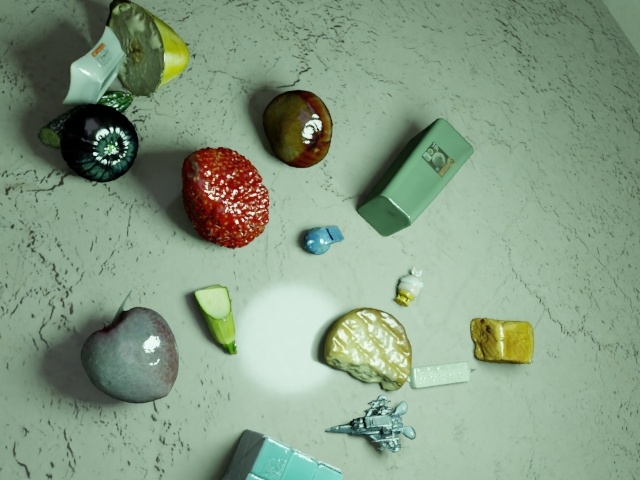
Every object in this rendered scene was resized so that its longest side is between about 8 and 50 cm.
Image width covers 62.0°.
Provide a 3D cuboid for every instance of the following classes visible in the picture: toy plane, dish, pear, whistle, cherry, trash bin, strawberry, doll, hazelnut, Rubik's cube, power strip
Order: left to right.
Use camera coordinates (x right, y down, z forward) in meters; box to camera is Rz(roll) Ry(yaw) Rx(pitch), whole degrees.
[{"bbox_3d":[-0.587,-0.445,1.402,0.077,0.151,0.213,28,46,-18],"label":"dish"},{"bbox_3d":[-0.453,0.271,1.278,0.213,0.183,0.266,-34,88,-17],"label":"cherry"},{"bbox_3d":[-0.466,-0.534,1.493,0.178,0.266,0.267,-27,87,-52],"label":"pear"},{"bbox_3d":[-0.253,-0.121,1.432,0.260,0.258,0.261,7,66,-17],"label":"strawberry"},{"bbox_3d":[-0.117,0.615,1.302,0.224,0.221,0.231,31,67,-11],"label":"Rubik's cube"},{"bbox_3d":[-0.056,-0.331,1.595,0.229,0.229,0.230,6,74,-20],"label":"hazelnut"},{"bbox_3d":[0.000,0.000,1.597,0.158,0.090,0.091,-10,77,-63],"label":"whistle"},{"bbox_3d":[0.140,0.519,1.509,0.246,0.078,0.169,4,48,-17],"label":"toy plane"},{"bbox_3d":[0.287,0.149,1.675,0.127,0.073,0.084,-57,133,-19],"label":"doll"},{"bbox_3d":[0.296,-0.187,1.677,0.158,0.223,0.343,41,67,-7],"label":"trash bin"},{"bbox_3d":[0.384,0.416,1.660,0.252,0.027,0.060,-1,77,-22],"label":"power strip"}]

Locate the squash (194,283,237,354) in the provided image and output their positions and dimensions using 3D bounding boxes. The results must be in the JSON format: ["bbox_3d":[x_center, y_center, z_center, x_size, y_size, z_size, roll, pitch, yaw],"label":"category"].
[{"bbox_3d":[-0.265,0.215,1.428,0.090,0.075,0.200,-19,85,-51],"label":"squash"}]

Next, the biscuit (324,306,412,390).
[{"bbox_3d":[0.150,0.309,1.561,0.274,0.091,0.213,31,70,-10],"label":"biscuit"}]

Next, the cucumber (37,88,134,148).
[{"bbox_3d":[-0.625,-0.336,1.432,0.077,0.077,0.265,48,63,-4],"label":"cucumber"}]

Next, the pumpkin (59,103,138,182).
[{"bbox_3d":[-0.570,-0.251,1.377,0.201,0.140,0.202,-26,127,-40],"label":"pumpkin"}]

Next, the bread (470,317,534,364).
[{"bbox_3d":[0.582,0.321,1.705,0.158,0.149,0.143,9,75,-26],"label":"bread"}]
